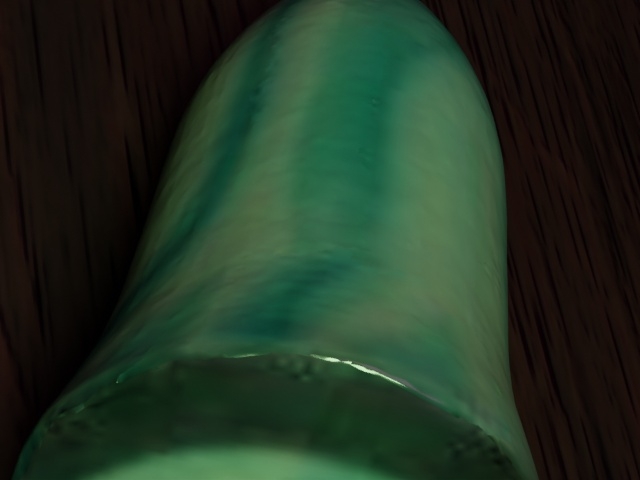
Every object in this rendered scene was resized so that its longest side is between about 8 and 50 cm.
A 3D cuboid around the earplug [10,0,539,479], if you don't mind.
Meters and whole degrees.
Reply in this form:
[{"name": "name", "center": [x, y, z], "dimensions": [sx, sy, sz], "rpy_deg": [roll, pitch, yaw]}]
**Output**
[{"name": "earplug", "center": [0.000, 0.000, 0.744], "dimensions": [0.185, 0.185, 0.324], "rpy_deg": [32, 37, -20]}]
